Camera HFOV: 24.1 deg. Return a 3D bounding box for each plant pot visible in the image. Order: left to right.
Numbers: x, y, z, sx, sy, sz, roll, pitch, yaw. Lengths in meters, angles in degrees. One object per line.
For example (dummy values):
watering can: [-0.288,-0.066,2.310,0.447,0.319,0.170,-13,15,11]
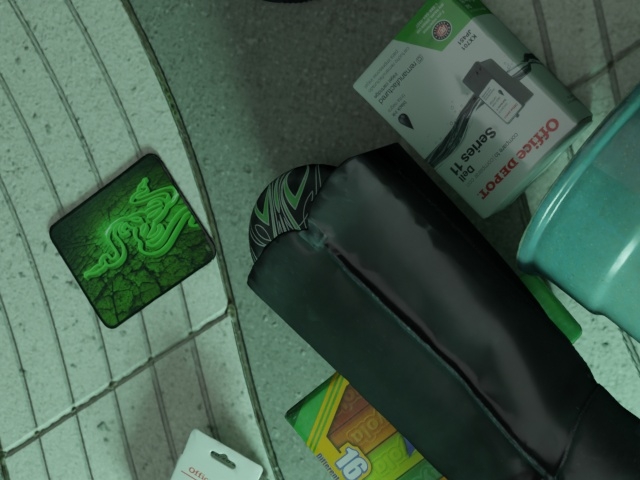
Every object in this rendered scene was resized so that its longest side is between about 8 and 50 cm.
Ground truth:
plant pot: [0.414,0.016,1.369,0.334,0.341,0.341,46,112,19]

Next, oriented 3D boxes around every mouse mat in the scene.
mouse mat: [-0.231,0.003,1.827,0.189,0.007,0.153,-34,86,22]

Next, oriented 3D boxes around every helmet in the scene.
helmet: [0.000,0.000,1.651,0.169,0.161,0.169,4,100,21]

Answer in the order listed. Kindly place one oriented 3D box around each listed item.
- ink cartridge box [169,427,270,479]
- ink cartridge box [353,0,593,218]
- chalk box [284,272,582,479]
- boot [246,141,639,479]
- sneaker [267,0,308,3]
ink cartridge box: [-0.132,0.316,1.810,0.104,0.061,0.181,28,108,14]
ink cartridge box: [0.164,-0.148,1.603,0.208,0.087,0.153,45,112,8]
chalk box: [0.143,0.154,1.613,0.289,0.179,0.180,-42,84,22]
boot: [0.086,0.180,1.464,0.445,0.146,0.367,46,104,4]
sneaker: [-0.001,-0.321,1.659,0.209,0.069,0.082,-9,63,31]
